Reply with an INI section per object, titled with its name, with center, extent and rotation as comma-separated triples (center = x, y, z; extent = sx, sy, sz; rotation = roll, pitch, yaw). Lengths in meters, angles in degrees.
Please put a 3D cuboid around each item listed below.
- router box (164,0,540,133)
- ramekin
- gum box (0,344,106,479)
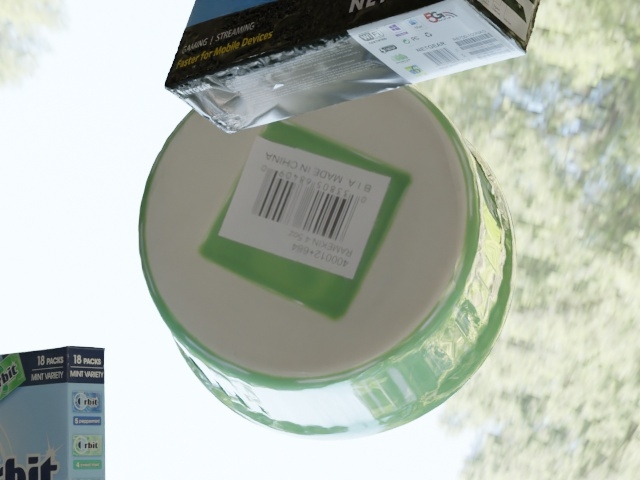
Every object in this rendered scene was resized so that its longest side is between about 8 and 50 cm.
[router box]
center = 0.022, -0.125, 0.750
extent = 0.179, 0.046, 0.133
rotation = -11, -127, 45
[ramekin]
center = 0.000, 0.000, 1.418
extent = 0.303, 0.148, 0.303
rotation = -3, -107, 11
[gum box]
center = -0.226, 0.177, 1.331
extent = 0.157, 0.041, 0.184
rotation = -9, -100, 41
